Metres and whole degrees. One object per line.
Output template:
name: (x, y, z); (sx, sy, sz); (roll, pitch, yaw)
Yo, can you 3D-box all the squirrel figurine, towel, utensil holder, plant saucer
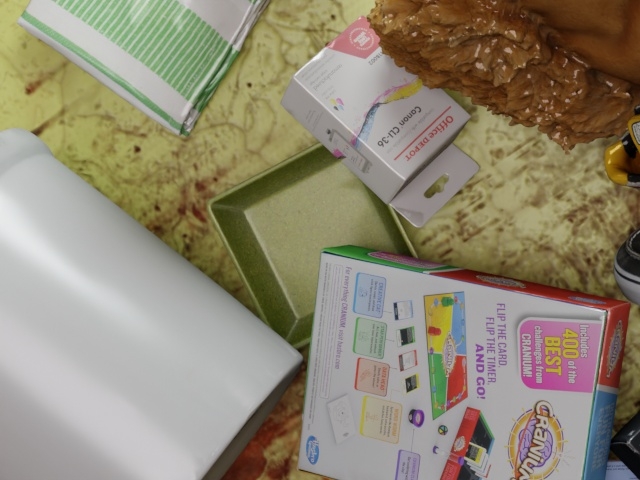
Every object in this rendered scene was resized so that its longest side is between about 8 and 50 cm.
squirrel figurine: (0.189, -0.263, 1.469); (0.370, 0.281, 0.397); (10, 134, -25)
towel: (-0.160, -0.309, 1.720); (0.248, 0.038, 0.325); (34, 104, 9)
utensil holder: (-0.260, 0.127, 1.656); (0.385, 0.327, 0.327); (38, 104, 5)
plant saucer: (0.000, 0.000, 1.714); (0.188, 0.045, 0.188); (-27, 90, 16)

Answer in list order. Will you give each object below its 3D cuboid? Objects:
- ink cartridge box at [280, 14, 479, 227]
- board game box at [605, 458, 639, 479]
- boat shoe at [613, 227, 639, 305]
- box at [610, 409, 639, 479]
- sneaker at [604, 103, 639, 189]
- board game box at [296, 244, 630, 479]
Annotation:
ink cartridge box: (0.071, -0.122, 1.640); (0.198, 0.067, 0.115); (43, 64, 5)
board game box: (0.399, 0.289, 1.596); (0.281, 0.027, 0.145); (-1, 76, -2)
boat shoe: (0.414, -0.015, 1.512); (0.335, 0.121, 0.119); (-10, 127, 43)
box: (0.440, 0.173, 1.550); (0.261, 0.103, 0.184); (-43, 88, -7)
sneaker: (0.338, -0.099, 1.459); (0.093, 0.225, 0.088); (0, 65, -19)
board game box: (0.136, 0.150, 1.599); (0.317, 0.064, 0.242); (12, 101, 28)
